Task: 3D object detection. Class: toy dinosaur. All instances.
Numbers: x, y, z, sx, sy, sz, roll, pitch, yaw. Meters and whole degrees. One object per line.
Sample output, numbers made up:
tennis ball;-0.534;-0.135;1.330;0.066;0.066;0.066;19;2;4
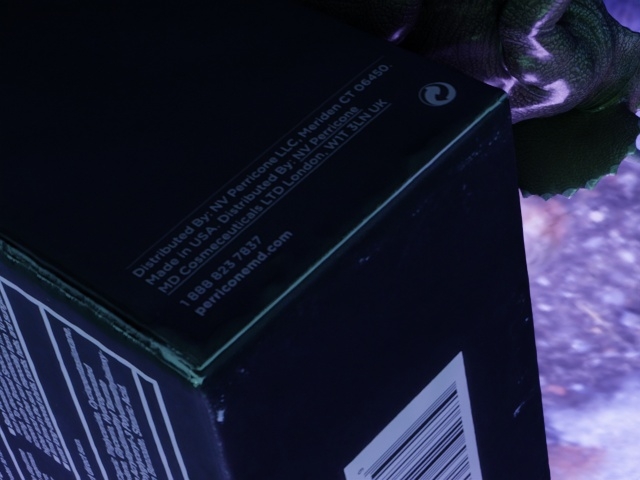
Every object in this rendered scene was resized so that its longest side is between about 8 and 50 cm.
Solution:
toy dinosaur;0.042;-0.105;0.719;0.313;0.121;0.160;17;136;-14

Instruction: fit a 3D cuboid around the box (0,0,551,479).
box;-0.066;0.036;0.758;0.294;0.183;0.296;28;147;33
